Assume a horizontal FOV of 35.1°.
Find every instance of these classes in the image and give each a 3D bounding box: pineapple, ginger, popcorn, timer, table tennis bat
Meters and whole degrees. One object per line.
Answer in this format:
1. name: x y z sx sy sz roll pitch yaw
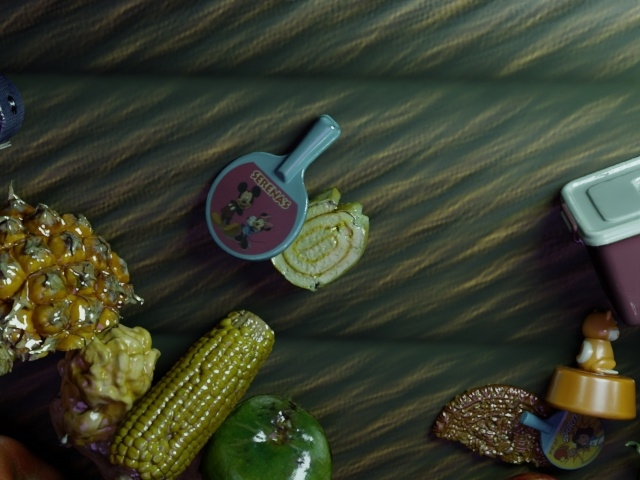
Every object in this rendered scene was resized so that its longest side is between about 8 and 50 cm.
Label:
1. pineapple: -0.447 0.052 1.389 0.344 0.286 0.209 -5 109 4
2. ginger: -0.285 0.348 1.595 0.334 0.081 0.148 28 124 -5
3. popcorn: -0.318 0.206 1.509 0.140 0.163 0.194 12 110 -18
4. timer: 0.404 0.176 1.482 0.132 0.132 0.152 9 89 0
5. table tennis bat: -0.062 -0.079 1.433 0.244 0.040 0.153 -47 72 9
6. table tennis bat: 0.369 0.294 1.543 0.155 0.019 0.100 26 95 -21

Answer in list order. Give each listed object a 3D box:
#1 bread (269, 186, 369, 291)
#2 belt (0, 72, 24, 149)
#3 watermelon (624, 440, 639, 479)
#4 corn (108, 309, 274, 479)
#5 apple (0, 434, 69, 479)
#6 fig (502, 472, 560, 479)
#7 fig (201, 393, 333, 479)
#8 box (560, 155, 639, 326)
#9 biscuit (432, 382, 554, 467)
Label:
1. bread: 0.000 0.000 1.456 0.156 0.064 0.117 -34 91 8
2. belt: -0.538 -0.165 1.403 0.230 0.126 0.139 -7 107 5
3. watermelon: 0.551 0.365 1.495 0.215 0.188 0.188 30 111 25
4. corn: -0.189 0.238 1.474 0.119 0.119 0.322 48 69 -12
5. apple: -0.494 0.465 1.507 0.348 0.348 0.277 39 93 -10
6. fig: 0.298 0.424 1.549 0.207 0.175 0.175 34 109 12
7. fig: -0.081 0.366 1.561 0.203 0.203 0.235 6 146 1
8. box: 0.490 -0.018 1.363 0.294 0.193 0.167 -20 112 9
9. biscuit: 0.283 0.282 1.561 0.206 0.025 0.126 14 109 -2
